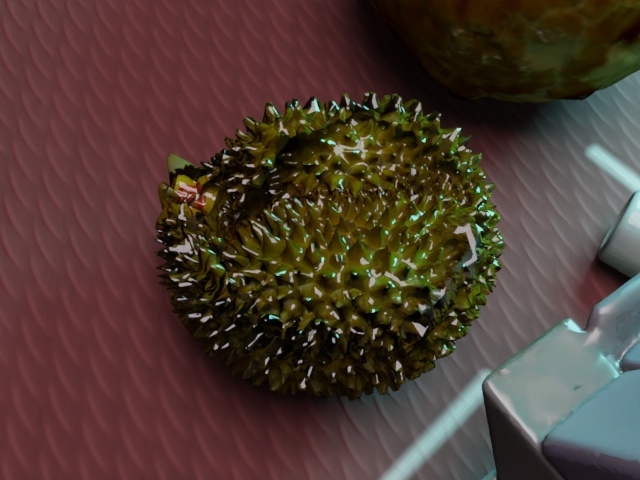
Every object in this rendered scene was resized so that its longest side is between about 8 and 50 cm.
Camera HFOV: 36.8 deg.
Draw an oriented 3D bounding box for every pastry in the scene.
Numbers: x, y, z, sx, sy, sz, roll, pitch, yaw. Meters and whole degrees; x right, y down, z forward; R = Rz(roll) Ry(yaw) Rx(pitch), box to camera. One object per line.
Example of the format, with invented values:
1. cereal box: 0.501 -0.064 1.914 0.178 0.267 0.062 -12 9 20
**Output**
1. pastry: 0.201 -0.313 0.907 0.388 0.388 0.312 31 24 11

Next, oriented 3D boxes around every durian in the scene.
1. durian: 0.003 0.011 0.795 0.293 0.258 0.258 -11 62 -1

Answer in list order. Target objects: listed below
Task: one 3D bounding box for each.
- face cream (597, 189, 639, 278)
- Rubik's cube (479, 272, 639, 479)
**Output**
1. face cream: 0.396 0.049 0.896 0.269 0.082 0.082 30 62 10
2. Rubik's cube: 0.319 0.186 0.661 0.358 0.368 0.387 -30 102 -21
